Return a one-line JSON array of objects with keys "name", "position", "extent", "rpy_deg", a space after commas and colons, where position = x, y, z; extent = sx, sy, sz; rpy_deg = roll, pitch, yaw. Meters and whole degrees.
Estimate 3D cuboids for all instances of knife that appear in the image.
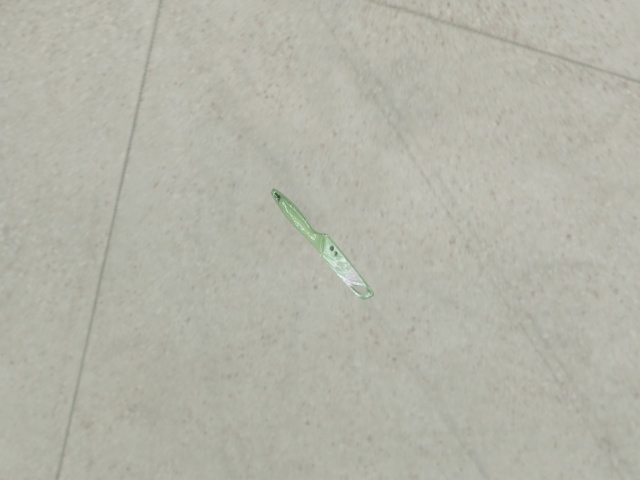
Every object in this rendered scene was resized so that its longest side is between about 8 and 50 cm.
[{"name": "knife", "position": [0.000, 0.000, 1.188], "extent": [0.207, 0.014, 0.030], "rpy_deg": [49, 119, 28]}]
